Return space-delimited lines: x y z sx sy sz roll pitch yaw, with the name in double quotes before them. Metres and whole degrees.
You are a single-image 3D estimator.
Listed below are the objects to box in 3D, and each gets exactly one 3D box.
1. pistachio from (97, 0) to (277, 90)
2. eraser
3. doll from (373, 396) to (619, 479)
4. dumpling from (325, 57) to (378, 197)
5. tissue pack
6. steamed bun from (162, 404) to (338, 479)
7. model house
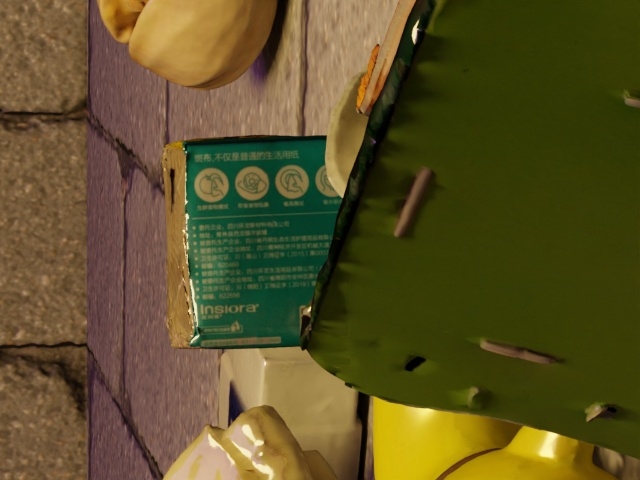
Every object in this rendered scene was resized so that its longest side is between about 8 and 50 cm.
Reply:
"pistachio" -0.093 -0.219 1.543 0.229 0.157 0.157 113 153 -47
"eraser" -0.026 0.181 1.398 0.124 0.081 0.279 -118 30 -63
"doll" 0.071 0.135 0.872 0.363 0.145 0.199 -102 31 -49
"dumpling" 0.070 -0.039 0.872 0.100 0.134 0.169 107 155 -50
"tissue pack" 0.000 0.000 1.096 0.082 0.169 0.120 175 93 -79
"steamed bun" -0.030 0.348 1.243 0.189 0.247 0.428 26 -137 -54
"model house" 0.119 -0.052 0.599 0.294 0.207 0.154 111 171 -63
